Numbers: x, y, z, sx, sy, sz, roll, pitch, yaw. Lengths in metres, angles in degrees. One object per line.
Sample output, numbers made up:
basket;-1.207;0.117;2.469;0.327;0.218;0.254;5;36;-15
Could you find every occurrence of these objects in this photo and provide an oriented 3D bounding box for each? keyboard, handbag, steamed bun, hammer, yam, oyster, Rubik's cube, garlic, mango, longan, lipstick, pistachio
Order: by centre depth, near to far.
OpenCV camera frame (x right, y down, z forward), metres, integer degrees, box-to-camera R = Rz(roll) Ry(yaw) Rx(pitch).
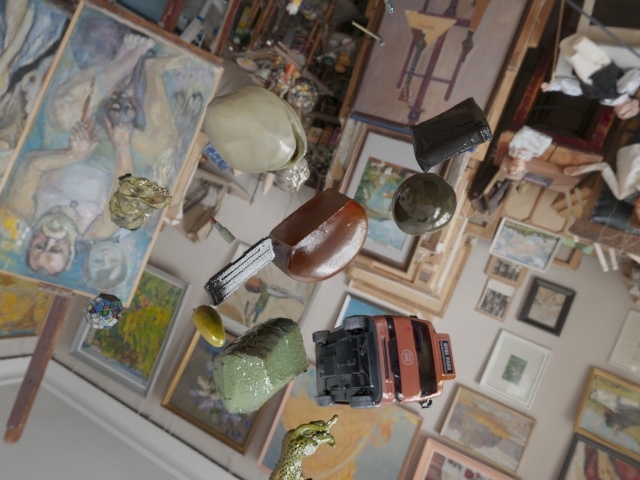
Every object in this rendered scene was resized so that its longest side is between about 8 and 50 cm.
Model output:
oyster;-0.474;-0.076;1.041;0.129;0.078;0.345;12;157;-33
pistachio;-0.175;-0.289;1.077;0.332;0.225;0.208;22;-166;29
yam;-0.172;0.345;1.131;0.202;0.202;0.271;-11;-175;15
Rubik's cube;-0.645;0.210;1.207;0.093;0.111;0.111;50;168;-17
keyboard;-0.237;0.088;1.222;0.016;0.262;0.106;26;141;32
handbag;0.384;-0.332;1.230;0.223;0.246;0.080;-27;122;27
mango;-0.379;0.293;1.395;0.160;0.076;0.103;56;-169;15
longan;0.359;-0.121;1.417;0.249;0.247;0.248;22;177;1
lipstick;-0.372;-0.043;1.514;0.129;0.030;0.030;48;-172;-7
steamed bun;0.000;0.000;1.528;0.235;0.379;0.248;35;161;52
garlic;-0.116;-0.270;1.647;0.147;0.159;0.102;-15;-136;-36
hammer;0.218;-0.959;1.860;0.182;0.062;0.017;16;145;-30

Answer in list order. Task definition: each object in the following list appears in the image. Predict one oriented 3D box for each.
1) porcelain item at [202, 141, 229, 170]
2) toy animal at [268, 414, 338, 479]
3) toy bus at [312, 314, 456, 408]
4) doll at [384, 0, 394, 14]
porcelain item;-0.338;-0.334;1.463;0.114;0.147;0.147;46;169;-21
toy animal;-0.044;0.402;0.742;0.136;0.181;0.073;20;-176;-45
toy bus;0.128;0.315;1.030;0.233;0.202;0.427;4;159;-19
doll;0.267;-0.973;1.627;0.027;0.125;0.037;-22;-171;-16
